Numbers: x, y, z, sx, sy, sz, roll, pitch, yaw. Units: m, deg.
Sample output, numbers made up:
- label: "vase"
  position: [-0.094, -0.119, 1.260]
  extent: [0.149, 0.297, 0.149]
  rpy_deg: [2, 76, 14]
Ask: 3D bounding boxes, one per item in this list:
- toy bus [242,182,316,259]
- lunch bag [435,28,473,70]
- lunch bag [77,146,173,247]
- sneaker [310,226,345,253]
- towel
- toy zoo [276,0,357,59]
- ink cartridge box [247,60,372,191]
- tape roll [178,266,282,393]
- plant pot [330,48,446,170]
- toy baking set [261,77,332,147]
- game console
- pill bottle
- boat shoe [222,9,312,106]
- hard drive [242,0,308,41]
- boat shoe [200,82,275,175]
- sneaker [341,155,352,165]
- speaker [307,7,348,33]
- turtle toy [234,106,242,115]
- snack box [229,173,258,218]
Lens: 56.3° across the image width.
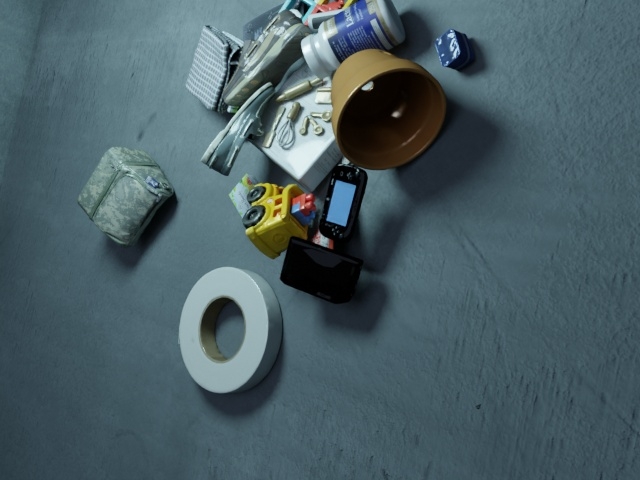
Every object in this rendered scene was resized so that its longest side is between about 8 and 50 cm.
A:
- label: "toy bus"
  position: [-0.098, -0.088, 1.715]
  extent: [0.211, 0.149, 0.220]
  rpy_deg: [-26, 40, 25]
- label: "lunch bag"
  position: [0.345, -0.490, 1.535]
  extent: [0.067, 0.065, 0.098]
  rpy_deg: [-30, 65, 46]
- label: "lunch bag"
  position: [-0.692, -0.156, 2.174]
  extent: [0.256, 0.212, 0.305]
  rpy_deg: [46, 110, 16]
- label: "sneaker"
  position: [-0.001, 0.001, 1.683]
  extent: [0.145, 0.090, 0.270]
  rpy_deg: [5, 87, 35]
- label: "towel"
  position: [-0.343, -0.568, 1.987]
  extent: [0.284, 0.121, 0.235]
  rpy_deg: [46, 119, 48]
- label: "toy zoo"
  position: [-0.012, -0.706, 1.819]
  extent: [0.192, 0.030, 0.293]
  rpy_deg: [38, 97, 19]
- label: "ink cartridge box"
  position: [-0.011, -0.378, 1.793]
  extent: [0.385, 0.091, 0.308]
  rpy_deg: [-48, 55, 0]
- label: "tape roll"
  position: [-0.286, 0.276, 1.857]
  extent: [0.392, 0.072, 0.392]
  rpy_deg: [-8, 77, 36]
- label: "plant pot"
  position: [0.149, -0.355, 1.542]
  extent: [0.291, 0.291, 0.203]
  rpy_deg: [-45, 41, 21]
- label: "toy baking set"
  position: [-0.070, -0.374, 1.750]
  extent: [0.256, 0.030, 0.197]
  rpy_deg: [-17, 61, 21]
- label: "game console"
  position: [0.025, -0.025, 1.583]
  extent: [0.213, 0.044, 0.361]
  rpy_deg: [18, 99, 23]
- label: "pill bottle"
  position: [0.089, -0.565, 1.667]
  extent: [0.264, 0.153, 0.153]
  rpy_deg: [-23, 68, 23]
- label: "boat shoe"
  position: [-0.174, -0.549, 1.818]
  extent: [0.355, 0.132, 0.130]
  rpy_deg: [-37, 72, 26]
- label: "hard drive"
  position: [-0.143, -0.670, 1.944]
  extent: [0.254, 0.054, 0.172]
  rpy_deg: [-13, 74, 34]
- label: "boat shoe"
  position: [-0.225, -0.332, 1.795]
  extent: [0.319, 0.099, 0.116]
  rpy_deg: [-53, 7, -11]
- label: "sneaker"
  position: [0.089, -0.272, 1.689]
  extent: [0.052, 0.058, 0.135]
  rpy_deg: [34, 102, 36]
- label: "speaker"
  position: [0.035, -0.643, 1.751]
  extent: [0.136, 0.055, 0.055]
  rpy_deg: [-3, 78, 16]
- label: "turtle toy"
  position: [-0.240, -0.398, 1.956]
  extent: [0.130, 0.066, 0.095]
  rpy_deg: [-53, 32, 19]
- label: "snack box"
  position: [-0.225, -0.129, 1.911]
  extent: [0.100, 0.037, 0.141]
  rpy_deg: [-47, 57, 22]
